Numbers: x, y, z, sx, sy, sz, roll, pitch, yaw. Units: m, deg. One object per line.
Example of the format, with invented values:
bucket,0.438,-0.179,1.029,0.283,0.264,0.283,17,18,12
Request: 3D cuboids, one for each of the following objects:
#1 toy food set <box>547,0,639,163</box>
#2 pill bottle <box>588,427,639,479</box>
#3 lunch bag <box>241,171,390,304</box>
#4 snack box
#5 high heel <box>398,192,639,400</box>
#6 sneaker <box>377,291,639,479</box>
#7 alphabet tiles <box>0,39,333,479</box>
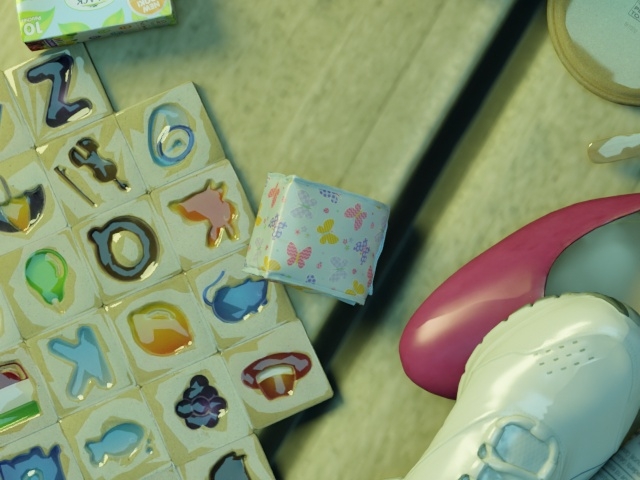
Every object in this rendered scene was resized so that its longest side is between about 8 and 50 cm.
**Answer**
toy food set,0.214,-0.149,1.210,0.132,0.038,0.192,-9,94,8
pill bottle,0.201,0.206,1.151,0.131,0.131,0.229,45,90,2
lunch bag,0.000,0.000,1.199,0.083,0.053,0.071,15,89,-24
snack box,-0.154,-0.202,1.212,0.100,0.037,0.141,-11,85,2
high heel,0.229,0.018,1.128,0.377,0.181,0.127,-20,89,1
sneaker,0.096,0.157,1.118,0.111,0.129,0.297,36,111,-5
alphabet tiles,-0.167,0.055,1.223,0.285,0.011,0.342,-24,88,0
